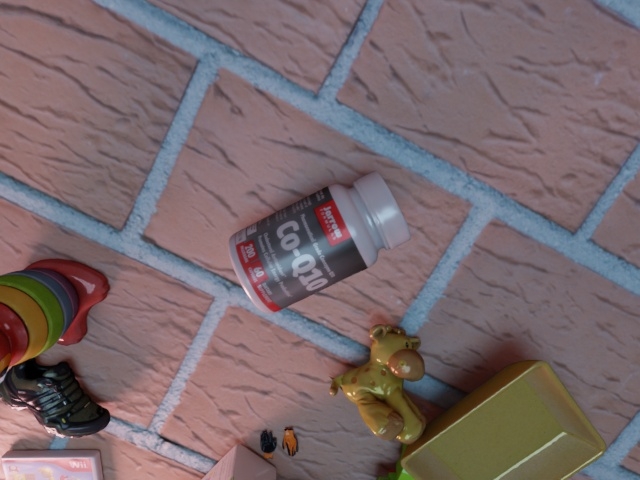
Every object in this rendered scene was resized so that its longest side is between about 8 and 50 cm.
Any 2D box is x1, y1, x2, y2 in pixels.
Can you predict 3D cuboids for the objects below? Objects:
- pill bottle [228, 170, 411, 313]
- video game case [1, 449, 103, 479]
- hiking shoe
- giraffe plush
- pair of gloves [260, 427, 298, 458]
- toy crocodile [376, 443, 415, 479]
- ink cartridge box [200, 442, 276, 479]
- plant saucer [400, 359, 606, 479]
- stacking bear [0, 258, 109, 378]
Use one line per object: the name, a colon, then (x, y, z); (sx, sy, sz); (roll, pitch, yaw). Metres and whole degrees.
pill bottle: (0.000, 0.000, 0.727); (0.284, 0.161, 0.161); (-27, 103, 6)
video game case: (-0.590, 0.602, 0.937); (0.204, 0.025, 0.284); (0, 104, -1)
hiking shoe: (-0.527, 0.309, 0.834); (0.227, 0.086, 0.114); (28, 105, -6)
giraffe plush: (0.137, 0.261, 0.812); (0.210, 0.181, 0.170); (31, 92, 27)
pair of gloves: (-0.091, 0.448, 0.913); (0.084, 0.010, 0.074); (-6, 105, 3)
toy crocodile: (0.169, 0.600, 0.916); (0.115, 0.105, 0.339); (6, 108, -3)
ink cartridge box: (-0.249, 0.630, 0.853); (0.119, 0.207, 0.353); (40, 100, -15)
plant saucer: (0.368, 0.413, 0.850); (0.333, 0.081, 0.332); (-39, 112, 6)
stacking bear: (-0.521, 0.144, 0.689); (0.164, 0.289, 0.175); (32, 101, -8)
